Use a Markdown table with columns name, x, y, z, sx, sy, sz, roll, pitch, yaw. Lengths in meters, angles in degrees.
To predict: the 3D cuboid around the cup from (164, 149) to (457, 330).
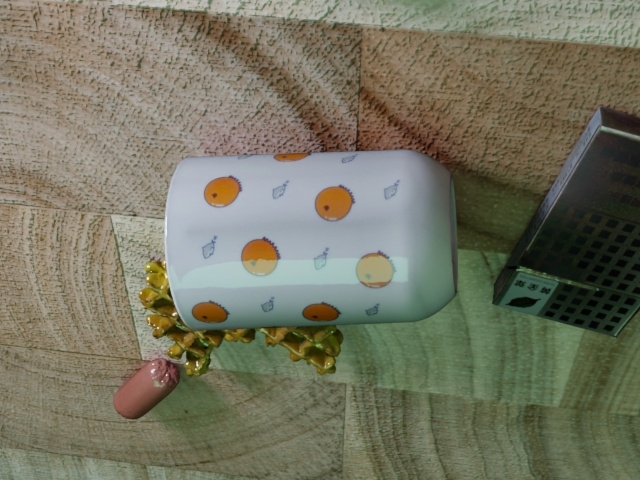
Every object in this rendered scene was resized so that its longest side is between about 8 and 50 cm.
| name | x | y | z | sx | sy | sz | roll | pitch | yaw |
| --- | --- | --- | --- | --- | --- | --- | --- | --- | --- |
| cup | 0.000 | 0.000 | 1.127 | 0.317 | 0.212 | 0.212 | -1 | 135 | 11 |

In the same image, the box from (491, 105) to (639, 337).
| name | x | y | z | sx | sy | sz | roll | pitch | yaw |
| --- | --- | --- | --- | --- | --- | --- | --- | --- | --- |
| box | 0.355 | -0.009 | 1.170 | 0.180 | 0.047 | 0.325 | 15 | 136 | -4 |

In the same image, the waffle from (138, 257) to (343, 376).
| name | x | y | z | sx | sy | sz | roll | pitch | yaw |
| --- | --- | --- | --- | --- | --- | --- | --- | --- | --- |
| waffle | -0.118 | 0.098 | 1.361 | 0.293 | 0.069 | 0.259 | -3 | 133 | 17 |

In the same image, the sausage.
| name | x | y | z | sx | sy | sz | roll | pitch | yaw |
| --- | --- | --- | --- | --- | --- | --- | --- | --- | --- |
| sausage | -0.283 | 0.241 | 1.540 | 0.062 | 0.062 | 0.154 | 31 | 134 | -20 |
